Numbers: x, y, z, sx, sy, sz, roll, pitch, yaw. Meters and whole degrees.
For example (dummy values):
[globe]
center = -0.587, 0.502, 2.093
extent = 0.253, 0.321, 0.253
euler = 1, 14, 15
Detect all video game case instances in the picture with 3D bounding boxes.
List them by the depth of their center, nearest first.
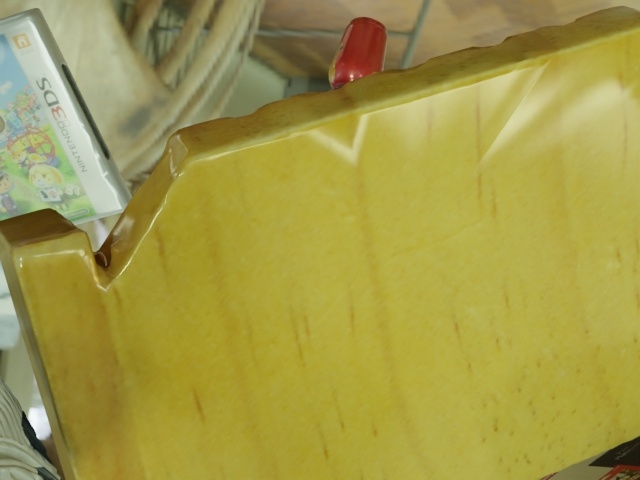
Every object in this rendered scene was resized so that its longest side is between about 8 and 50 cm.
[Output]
[video game case]
center = -0.299, -0.084, 0.964
extent = 0.212, 0.193, 0.023
euler = -14, -151, 14

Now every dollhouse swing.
[dollhouse swing]
center = 0.000, 0.000, 0.627
extent = 0.346, 0.315, 0.305
euler = -18, -145, -17

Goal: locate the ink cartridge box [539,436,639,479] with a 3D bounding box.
[ink cartridge box]
center = 0.276, 0.169, 0.712
extent = 0.309, 0.130, 0.272
euler = -27, -172, -27

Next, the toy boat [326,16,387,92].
[toy boat]
center = 0.138, -0.114, 1.200
extent = 0.318, 0.148, 0.267
euler = 24, 157, -23

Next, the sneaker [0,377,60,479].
[sneaker]
center = -0.169, 0.138, 0.343
extent = 0.153, 0.094, 0.235
euler = -21, -144, 5
